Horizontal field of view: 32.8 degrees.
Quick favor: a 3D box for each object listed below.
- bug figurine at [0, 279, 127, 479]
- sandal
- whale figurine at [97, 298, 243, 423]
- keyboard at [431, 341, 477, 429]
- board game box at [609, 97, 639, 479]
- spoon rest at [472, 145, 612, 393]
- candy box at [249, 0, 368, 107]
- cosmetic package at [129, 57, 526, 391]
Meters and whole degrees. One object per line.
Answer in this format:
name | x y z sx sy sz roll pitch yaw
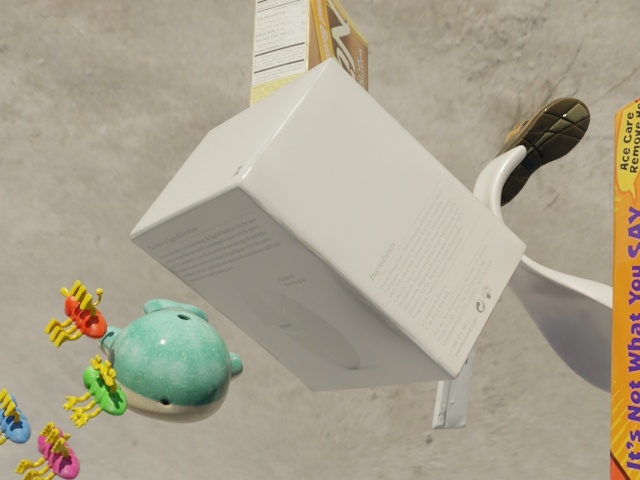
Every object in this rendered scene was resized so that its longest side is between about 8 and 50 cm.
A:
bug figurine | -0.348 0.203 1.458 0.279 0.072 0.216 -52 51 13
sandal | 0.317 -0.140 1.671 0.219 0.060 0.090 -47 121 6
whale figurine | -0.210 0.144 1.571 0.216 0.272 0.141 14 114 -8
keyboard | 0.236 0.197 1.852 0.072 0.014 0.256 3 97 -39
board game box | 0.443 0.055 0.706 0.356 0.356 0.356 17 65 -22
spoon rest | 0.237 0.044 1.081 0.084 0.137 0.276 -35 92 -27
candy box | -0.011 -0.161 1.362 0.087 0.183 0.317 -11 61 22
cosmetic package | 0.000 0.000 0.889 0.224 0.224 0.138 41 64 -18
